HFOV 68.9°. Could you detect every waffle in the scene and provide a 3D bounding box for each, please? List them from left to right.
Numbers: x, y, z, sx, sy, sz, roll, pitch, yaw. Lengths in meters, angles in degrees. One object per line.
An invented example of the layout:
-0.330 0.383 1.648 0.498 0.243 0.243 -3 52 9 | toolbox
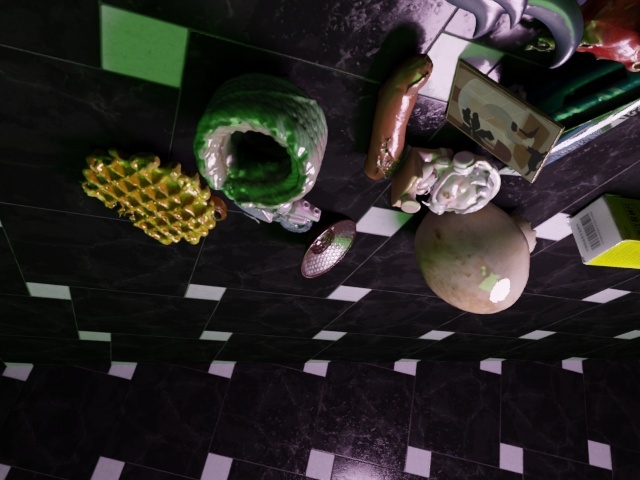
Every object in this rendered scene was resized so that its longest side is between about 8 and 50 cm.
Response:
-0.363 -0.092 1.005 0.283 0.065 0.309 12 145 -9 | waffle

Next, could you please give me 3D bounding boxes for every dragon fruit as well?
0.399 -0.299 0.632 0.235 0.135 0.137 2 -176 32 | dragon fruit

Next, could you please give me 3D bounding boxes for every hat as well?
0.000 0.000 1.225 0.193 0.082 0.193 -35 152 -22 | hat

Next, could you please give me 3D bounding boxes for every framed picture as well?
0.296 -0.198 0.780 0.010 0.201 0.136 -38 155 -14 | framed picture

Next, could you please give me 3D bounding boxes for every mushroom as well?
0.389 0.015 1.143 0.290 0.297 0.297 -32 163 -26 | mushroom

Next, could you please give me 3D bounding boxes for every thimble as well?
-0.098 -0.163 0.784 0.219 0.150 0.219 7 139 6 | thimble

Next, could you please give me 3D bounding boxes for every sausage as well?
0.130 -0.209 0.844 0.078 0.078 0.304 0 151 -5 | sausage

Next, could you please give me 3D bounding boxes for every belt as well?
-0.255 -0.076 1.096 0.059 0.036 0.083 -22 146 30 | belt

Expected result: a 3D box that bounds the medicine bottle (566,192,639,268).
0.787 -0.019 1.183 0.250 0.137 0.141 4 151 -14 | medicine bottle

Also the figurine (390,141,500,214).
0.265 -0.115 0.957 0.236 0.141 0.162 8 145 -20 | figurine

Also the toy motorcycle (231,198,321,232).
-0.086 -0.110 0.970 0.239 0.108 0.204 17 146 -32 | toy motorcycle

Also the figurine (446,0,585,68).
0.245 -0.331 0.532 0.265 0.175 0.197 23 148 -26 | figurine

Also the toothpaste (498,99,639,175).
0.501 -0.220 0.865 0.098 0.061 0.392 -2 157 -31 | toothpaste

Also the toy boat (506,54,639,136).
0.434 -0.265 0.736 0.298 0.134 0.092 -25 112 30 | toy boat
